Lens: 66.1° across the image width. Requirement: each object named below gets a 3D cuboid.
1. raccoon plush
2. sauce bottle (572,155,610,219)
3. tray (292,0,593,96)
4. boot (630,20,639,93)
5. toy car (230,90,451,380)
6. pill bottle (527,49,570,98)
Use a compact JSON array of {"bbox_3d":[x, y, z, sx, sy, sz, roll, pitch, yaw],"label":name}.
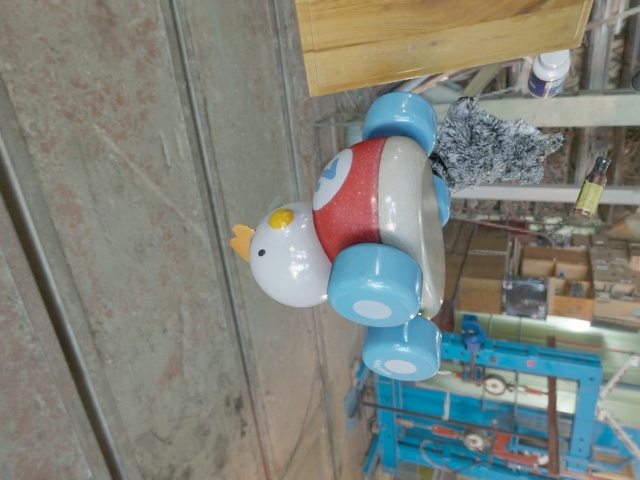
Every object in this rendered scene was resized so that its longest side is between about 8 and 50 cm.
[{"bbox_3d":[0.408,-0.150,1.239,0.216,0.299,0.447,91,24,-69],"label":"raccoon plush"},{"bbox_3d":[0.556,-0.108,1.003,0.128,0.042,0.042,-68,156,-2],"label":"sauce bottle"},{"bbox_3d":[0.169,-0.336,0.674,0.203,0.410,0.076,80,-1,-49],"label":"tray"},{"bbox_3d":[0.626,-0.342,0.889,0.208,0.189,0.076,4,79,-36],"label":"boot"},{"bbox_3d":[0.000,0.000,0.499,0.210,0.237,0.219,62,33,-48],"label":"toy car"},{"bbox_3d":[0.625,-0.467,1.344,0.169,0.094,0.094,35,62,-71],"label":"pill bottle"}]
